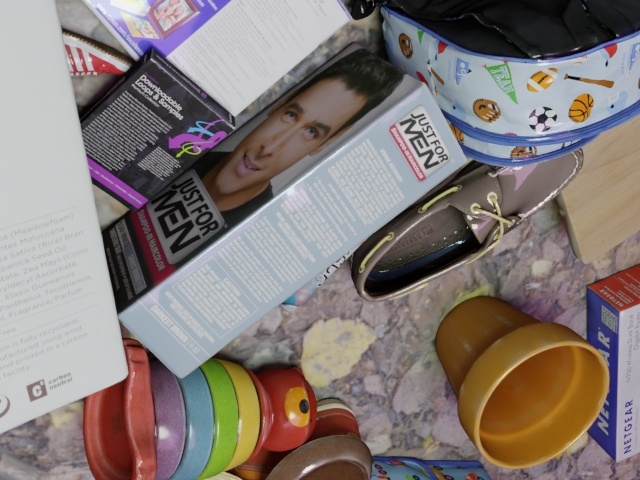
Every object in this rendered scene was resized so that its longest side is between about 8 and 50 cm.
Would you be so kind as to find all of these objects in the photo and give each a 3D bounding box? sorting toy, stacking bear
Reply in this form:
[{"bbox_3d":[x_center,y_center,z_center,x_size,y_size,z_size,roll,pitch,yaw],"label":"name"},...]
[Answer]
[{"bbox_3d":[0.404,-0.143,1.053,0.257,0.089,0.255,-33,125,-4],"label":"sorting toy"},{"bbox_3d":[-0.129,0.218,0.982,0.289,0.175,0.164,4,159,-36],"label":"stacking bear"}]

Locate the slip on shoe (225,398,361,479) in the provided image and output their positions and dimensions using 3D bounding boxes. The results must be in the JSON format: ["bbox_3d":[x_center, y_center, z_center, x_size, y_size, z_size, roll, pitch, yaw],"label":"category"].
[{"bbox_3d":[-0.088,0.340,1.096,0.331,0.101,0.123,-27,125,-6],"label":"slip on shoe"}]

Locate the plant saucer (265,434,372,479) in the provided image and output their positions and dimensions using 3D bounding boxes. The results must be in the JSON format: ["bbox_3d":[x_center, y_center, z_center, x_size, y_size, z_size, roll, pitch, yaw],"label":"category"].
[{"bbox_3d":[0.001,0.333,1.051,0.168,0.029,0.168,-14,124,-21],"label":"plant saucer"}]

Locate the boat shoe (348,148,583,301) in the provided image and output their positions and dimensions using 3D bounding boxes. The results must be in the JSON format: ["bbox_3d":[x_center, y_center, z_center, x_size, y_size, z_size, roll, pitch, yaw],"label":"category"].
[{"bbox_3d":[0.177,-0.028,0.959,0.324,0.097,0.117,-28,121,16],"label":"boat shoe"}]

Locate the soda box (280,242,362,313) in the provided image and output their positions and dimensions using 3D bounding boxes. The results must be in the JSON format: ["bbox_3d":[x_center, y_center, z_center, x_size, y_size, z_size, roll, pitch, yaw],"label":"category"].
[{"bbox_3d":[0.000,0.000,0.972,0.183,0.063,0.058,-45,124,5],"label":"soda box"}]

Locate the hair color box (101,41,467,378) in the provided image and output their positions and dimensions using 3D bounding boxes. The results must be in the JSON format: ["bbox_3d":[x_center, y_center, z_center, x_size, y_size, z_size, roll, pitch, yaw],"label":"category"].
[{"bbox_3d":[-0.052,-0.043,0.853,0.374,0.185,0.114,-37,124,-1],"label":"hair color box"}]

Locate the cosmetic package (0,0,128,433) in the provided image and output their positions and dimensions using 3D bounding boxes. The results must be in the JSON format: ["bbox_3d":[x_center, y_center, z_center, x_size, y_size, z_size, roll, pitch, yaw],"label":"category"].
[{"bbox_3d":[-0.315,-0.081,0.679,0.161,0.230,0.453,-21,125,-30],"label":"cosmetic package"}]

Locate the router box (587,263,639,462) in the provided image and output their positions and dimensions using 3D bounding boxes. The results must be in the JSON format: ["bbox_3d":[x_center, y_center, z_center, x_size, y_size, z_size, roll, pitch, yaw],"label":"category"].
[{"bbox_3d":[0.594,0.175,1.309,0.301,0.082,0.336,-21,123,-12],"label":"router box"}]

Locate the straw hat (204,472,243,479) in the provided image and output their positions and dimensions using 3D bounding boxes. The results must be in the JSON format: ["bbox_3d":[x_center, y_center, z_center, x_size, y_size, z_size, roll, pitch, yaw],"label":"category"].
[{"bbox_3d":[-0.154,0.362,1.007,0.144,0.061,0.145,1,121,2],"label":"straw hat"}]

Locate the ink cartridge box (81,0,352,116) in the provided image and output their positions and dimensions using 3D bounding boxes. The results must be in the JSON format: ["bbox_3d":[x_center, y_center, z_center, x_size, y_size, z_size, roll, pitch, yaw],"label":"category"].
[{"bbox_3d":[-0.104,-0.243,0.808,0.208,0.045,0.206,-39,125,2],"label":"ink cartridge box"}]

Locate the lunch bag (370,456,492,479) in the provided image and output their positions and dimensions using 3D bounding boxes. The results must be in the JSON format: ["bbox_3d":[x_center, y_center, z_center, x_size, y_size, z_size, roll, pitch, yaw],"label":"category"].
[{"bbox_3d":[0.162,0.430,1.177,0.293,0.221,0.138,21,106,-31],"label":"lunch bag"}]

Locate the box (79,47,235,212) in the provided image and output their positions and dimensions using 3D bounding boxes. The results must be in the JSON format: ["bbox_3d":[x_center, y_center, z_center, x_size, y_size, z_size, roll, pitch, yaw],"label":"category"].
[{"bbox_3d":[-0.186,-0.111,0.824,0.162,0.029,0.116,-34,127,23],"label":"box"}]

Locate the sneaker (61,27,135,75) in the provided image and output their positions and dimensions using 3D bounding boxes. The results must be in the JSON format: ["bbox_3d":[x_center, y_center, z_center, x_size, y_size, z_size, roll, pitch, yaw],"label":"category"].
[{"bbox_3d":[-0.249,-0.172,0.786,0.118,0.042,0.067,18,105,-24],"label":"sneaker"}]

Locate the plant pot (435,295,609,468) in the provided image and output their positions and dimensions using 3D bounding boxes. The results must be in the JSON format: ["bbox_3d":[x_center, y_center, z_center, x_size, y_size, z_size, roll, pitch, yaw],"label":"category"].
[{"bbox_3d":[0.261,0.179,1.105,0.205,0.188,0.205,-10,119,-18],"label":"plant pot"}]

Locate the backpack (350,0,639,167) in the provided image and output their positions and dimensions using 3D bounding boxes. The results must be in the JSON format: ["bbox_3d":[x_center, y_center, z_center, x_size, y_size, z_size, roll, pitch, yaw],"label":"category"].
[{"bbox_3d":[0.214,-0.199,0.837,0.276,0.263,0.213,-25,124,-10],"label":"backpack"}]
